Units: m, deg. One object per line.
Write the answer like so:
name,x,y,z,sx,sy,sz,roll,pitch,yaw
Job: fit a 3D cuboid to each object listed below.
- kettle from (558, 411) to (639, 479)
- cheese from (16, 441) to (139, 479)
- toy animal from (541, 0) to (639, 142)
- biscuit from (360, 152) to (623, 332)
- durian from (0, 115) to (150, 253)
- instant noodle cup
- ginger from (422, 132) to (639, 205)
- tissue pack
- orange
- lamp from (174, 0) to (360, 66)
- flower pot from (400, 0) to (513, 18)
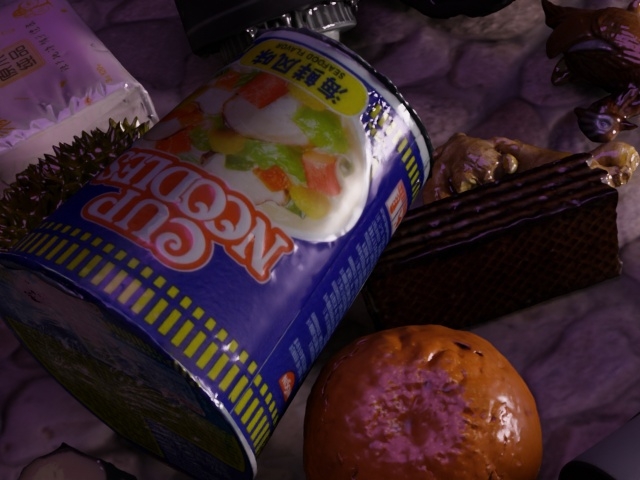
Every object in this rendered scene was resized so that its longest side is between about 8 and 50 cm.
kettle,0.308,0.169,1.223,0.236,0.161,0.221,-32,18,-17
cheese,-0.244,0.284,1.303,0.127,0.054,0.251,19,55,27
toy animal,0.278,-0.182,1.602,0.188,0.089,0.179,27,68,31
biscuit,0.154,0.009,1.430,0.252,0.106,0.070,-18,42,-5
durian,-0.199,-0.004,1.460,0.237,0.200,0.176,-25,23,-22
instant noodle cup,-0.071,-0.001,1.296,0.284,0.284,0.312,25,64,31
ginger,0.188,-0.064,1.528,0.193,0.052,0.176,-38,56,-20
tissue pack,-0.297,-0.143,1.668,0.185,0.124,0.225,-30,47,-12
orange,0.080,0.159,1.271,0.193,0.161,0.193,-4,59,6
lamp,-0.069,-0.315,1.662,0.205,0.374,0.272,-20,73,3
flower pot,0.187,-0.407,1.728,0.267,0.266,0.267,25,47,32
